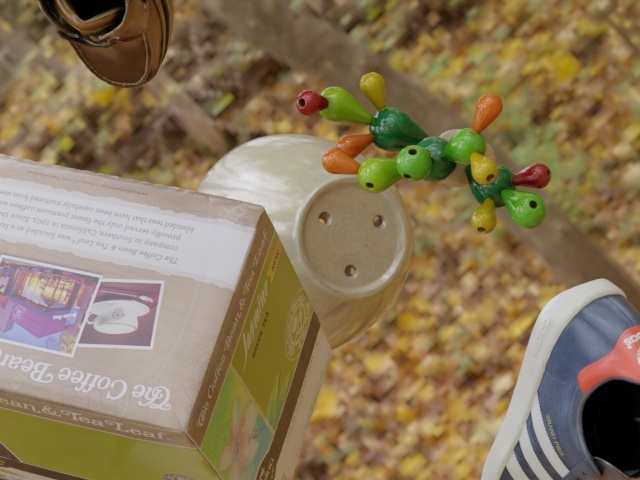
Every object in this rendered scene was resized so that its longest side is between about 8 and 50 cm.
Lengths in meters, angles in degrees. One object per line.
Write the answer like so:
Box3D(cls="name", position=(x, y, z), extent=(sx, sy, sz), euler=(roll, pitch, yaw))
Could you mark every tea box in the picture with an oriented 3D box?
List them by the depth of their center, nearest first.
Box3D(cls="tea box", position=(-0.197, 0.101, 1.542), extent=(0.323, 0.329, 0.220), euler=(67, -143, -62))

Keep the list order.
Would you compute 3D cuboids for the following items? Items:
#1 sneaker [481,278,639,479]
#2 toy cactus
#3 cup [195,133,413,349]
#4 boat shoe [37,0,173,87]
Box3D(cls="sneaker", position=(0.258, 0.210, 1.635), extent=(0.131, 0.148, 0.350), euler=(-21, -43, -28))
Box3D(cls="toy cactus", position=(0.101, -0.078, 1.392), extent=(0.180, 0.219, 0.112), euler=(-6, -67, -67))
Box3D(cls="cup", position=(0.000, 0.000, 2.365), extent=(0.331, 0.331, 0.237), euler=(-46, 13, -19))
Box3D(cls="boat shoe", position=(-0.197, -0.213, 1.419), extent=(0.307, 0.111, 0.104), euler=(79, -162, -57))
